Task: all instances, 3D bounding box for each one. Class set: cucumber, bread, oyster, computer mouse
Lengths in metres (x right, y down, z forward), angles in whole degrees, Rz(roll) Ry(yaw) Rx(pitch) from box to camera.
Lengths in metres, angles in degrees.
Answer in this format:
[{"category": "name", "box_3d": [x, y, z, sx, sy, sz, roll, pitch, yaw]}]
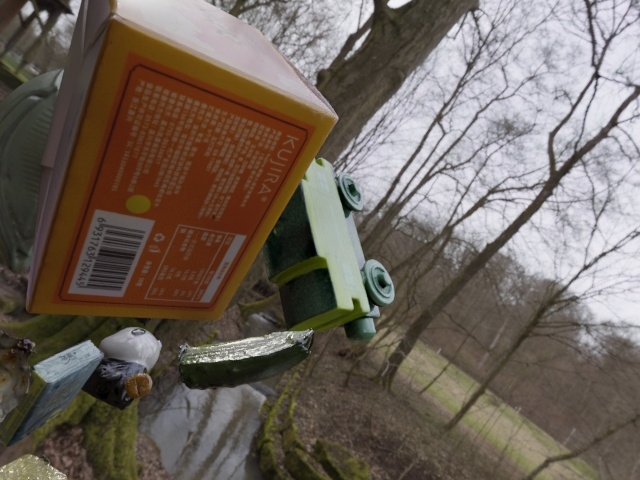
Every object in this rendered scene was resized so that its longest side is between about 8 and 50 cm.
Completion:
[{"category": "cucumber", "box_3d": [-0.166, 0.295, 1.006, 0.105, 0.325, 0.145, -107, -171, -59]}, {"category": "bread", "box_3d": [-0.603, 0.481, 1.379, 0.083, 0.081, 0.046, 11, -13, -18]}, {"category": "oyster", "box_3d": [-0.771, 0.266, 0.821, 0.336, 0.133, 0.198, 21, 53, -39]}, {"category": "computer mouse", "box_3d": [-0.589, -0.147, 0.835, 0.145, 0.429, 0.228, 14, 16, -29]}]

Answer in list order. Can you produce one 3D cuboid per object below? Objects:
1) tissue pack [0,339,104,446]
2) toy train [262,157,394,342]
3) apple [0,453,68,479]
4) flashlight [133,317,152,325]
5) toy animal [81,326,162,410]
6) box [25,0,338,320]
[{"category": "tissue pack", "box_3d": [-0.727, 0.402, 1.116, 0.081, 0.257, 0.185, 41, 16, 5]}, {"category": "toy train", "box_3d": [0.000, 0.000, 0.895, 0.272, 0.179, 0.442, 18, 51, -50]}, {"category": "apple", "box_3d": [-0.883, 0.756, 1.117, 0.252, 0.314, 0.309, 52, 29, 5]}, {"category": "flashlight", "box_3d": [-0.527, 0.133, 1.065, 0.232, 0.093, 0.093, 36, -4, -5]}, {"category": "toy animal", "box_3d": [-0.805, 0.513, 1.721, 0.250, 0.310, 0.251, 21, -27, 11]}, {"category": "box", "box_3d": [-0.168, -0.102, 0.459, 0.213, 0.284, 0.260, 13, 33, -37]}]
